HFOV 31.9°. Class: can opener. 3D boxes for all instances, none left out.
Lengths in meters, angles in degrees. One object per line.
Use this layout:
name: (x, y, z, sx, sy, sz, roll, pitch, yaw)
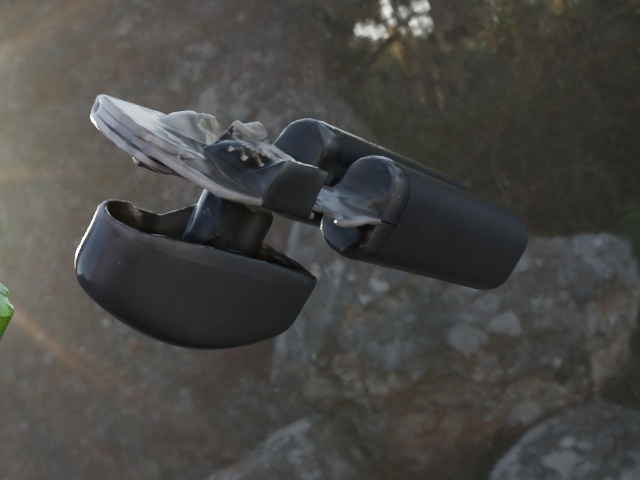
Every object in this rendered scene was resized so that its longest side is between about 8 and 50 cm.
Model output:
can opener: (0.000, 0.000, 0.497, 0.283, 0.076, 0.095, 15, -74, -58)

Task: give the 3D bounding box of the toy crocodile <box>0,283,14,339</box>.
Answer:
toy crocodile: (-0.312, -0.027, 0.579, 0.115, 0.340, 0.105, -56, -3, 15)
